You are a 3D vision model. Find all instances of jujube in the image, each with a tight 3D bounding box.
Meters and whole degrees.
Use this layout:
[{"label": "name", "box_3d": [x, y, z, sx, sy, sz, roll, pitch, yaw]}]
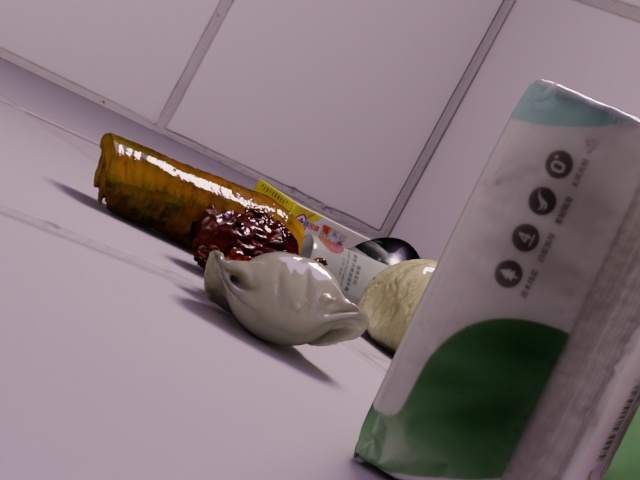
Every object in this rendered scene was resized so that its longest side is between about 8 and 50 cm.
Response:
[{"label": "jujube", "box_3d": [-0.098, 0.015, 1.688, 0.166, 0.104, 0.104, 9, 17, -45]}]

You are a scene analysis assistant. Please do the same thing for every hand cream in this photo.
[{"label": "hand cream", "box_3d": [0.077, 0.076, 2.022, 0.340, 0.124, 0.078, 24, -32, -19]}]

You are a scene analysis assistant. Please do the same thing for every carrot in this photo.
[{"label": "carrot", "box_3d": [-0.166, -0.042, 1.801, 0.301, 0.114, 0.114, 22, 6, -24]}]

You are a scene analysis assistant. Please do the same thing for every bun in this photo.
[{"label": "bun", "box_3d": [0.174, 0.113, 1.877, 0.243, 0.153, 0.244, 25, 8, -3]}]

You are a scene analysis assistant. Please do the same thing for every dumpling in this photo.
[{"label": "dumpling", "box_3d": [-0.039, 0.073, 1.432, 0.169, 0.100, 0.134, 1, -26, -10]}]

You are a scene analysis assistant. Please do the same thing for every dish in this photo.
[{"label": "dish", "box_3d": [0.109, 0.061, 2.189, 0.273, 0.134, 0.273, 29, 4, -2]}]

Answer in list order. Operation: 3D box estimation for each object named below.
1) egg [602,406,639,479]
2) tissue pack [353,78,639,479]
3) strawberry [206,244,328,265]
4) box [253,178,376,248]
[{"label": "egg", "box_3d": [0.397, 0.214, 1.569, 0.220, 0.220, 0.269, 29, 5, 13]}, {"label": "tissue pack", "box_3d": [0.202, 0.068, 1.169, 0.194, 0.356, 0.266, 26, 4, 20]}, {"label": "strawberry", "box_3d": [-0.067, 0.054, 1.542, 0.121, 0.082, 0.188, -1, -7, 30]}, {"label": "box", "box_3d": [0.000, 0.000, 2.439, 0.265, 0.097, 0.168, 25, 5, -32]}]
